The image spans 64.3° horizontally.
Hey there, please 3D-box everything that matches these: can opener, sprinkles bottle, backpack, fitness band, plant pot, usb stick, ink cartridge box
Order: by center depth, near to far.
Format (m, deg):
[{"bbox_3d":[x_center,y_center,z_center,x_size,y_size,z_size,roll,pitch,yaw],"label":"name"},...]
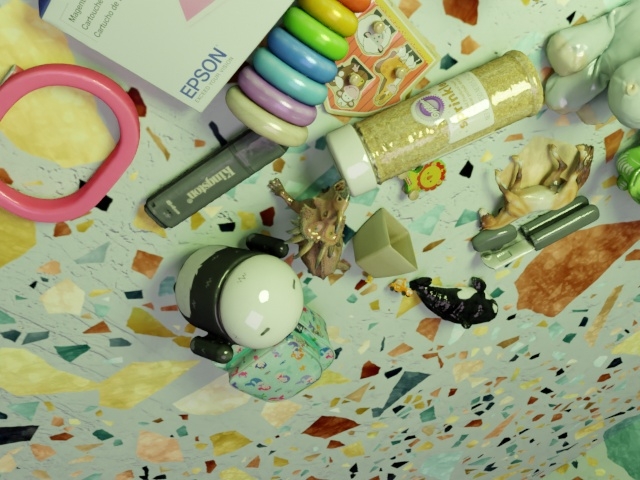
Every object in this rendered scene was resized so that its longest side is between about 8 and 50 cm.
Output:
[{"bbox_3d":[-0.198,-0.356,0.618,0.330,0.072,0.324,25,132,-34],"label":"ink cartridge box"},{"bbox_3d":[-0.413,-0.144,0.789,0.291,0.054,0.209,-41,129,21],"label":"fitness band"},{"bbox_3d":[0.189,-0.198,0.873,0.355,0.121,0.121,-24,133,1],"label":"sprinkles bottle"},{"bbox_3d":[-0.184,-0.113,0.892,0.278,0.045,0.077,-31,132,11],"label":"usb stick"},{"bbox_3d":[0.128,0.017,1.067,0.096,0.109,0.109,-29,133,26],"label":"plant pot"},{"bbox_3d":[-0.092,0.244,1.147,0.225,0.191,0.253,-36,136,14],"label":"backpack"},{"bbox_3d":[0.489,-0.021,1.158,0.280,0.074,0.093,-25,132,5],"label":"can opener"}]

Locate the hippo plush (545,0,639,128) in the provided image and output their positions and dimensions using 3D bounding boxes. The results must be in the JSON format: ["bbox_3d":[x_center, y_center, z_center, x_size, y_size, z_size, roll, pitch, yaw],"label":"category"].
[{"bbox_3d":[0.555,-0.277,0.844,0.294,0.237,0.234,-34,131,13],"label":"hippo plush"}]

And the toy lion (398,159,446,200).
[{"bbox_3d":[0.201,-0.132,1.005,0.096,0.034,0.100,-34,131,4],"label":"toy lion"}]

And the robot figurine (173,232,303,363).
[{"bbox_3d":[-0.155,0.100,0.944,0.173,0.278,0.209,-10,103,-43],"label":"robot figurine"}]

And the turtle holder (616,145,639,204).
[{"bbox_3d":[0.774,-0.139,1.038,0.320,0.227,0.243,26,119,-34],"label":"turtle holder"}]

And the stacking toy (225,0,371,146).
[{"bbox_3d":[-0.006,-0.306,0.731,0.141,0.141,0.330,20,116,-30],"label":"stacking toy"}]

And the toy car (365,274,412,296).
[{"bbox_3d":[0.166,0.097,1.179,0.122,0.060,0.041,22,89,-39],"label":"toy car"}]

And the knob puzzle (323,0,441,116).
[{"bbox_3d":[0.081,-0.279,0.838,0.213,0.030,0.213,-9,132,-10],"label":"knob puzzle"}]

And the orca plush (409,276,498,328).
[{"bbox_3d":[0.349,0.163,1.257,0.151,0.102,0.287,-41,129,19],"label":"orca plush"}]

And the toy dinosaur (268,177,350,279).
[{"bbox_3d":[0.000,0.000,0.941,0.127,0.200,0.296,-17,133,-2],"label":"toy dinosaur"}]

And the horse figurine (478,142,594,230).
[{"bbox_3d":[0.463,-0.113,1.077,0.263,0.066,0.175,-18,127,2],"label":"horse figurine"}]
